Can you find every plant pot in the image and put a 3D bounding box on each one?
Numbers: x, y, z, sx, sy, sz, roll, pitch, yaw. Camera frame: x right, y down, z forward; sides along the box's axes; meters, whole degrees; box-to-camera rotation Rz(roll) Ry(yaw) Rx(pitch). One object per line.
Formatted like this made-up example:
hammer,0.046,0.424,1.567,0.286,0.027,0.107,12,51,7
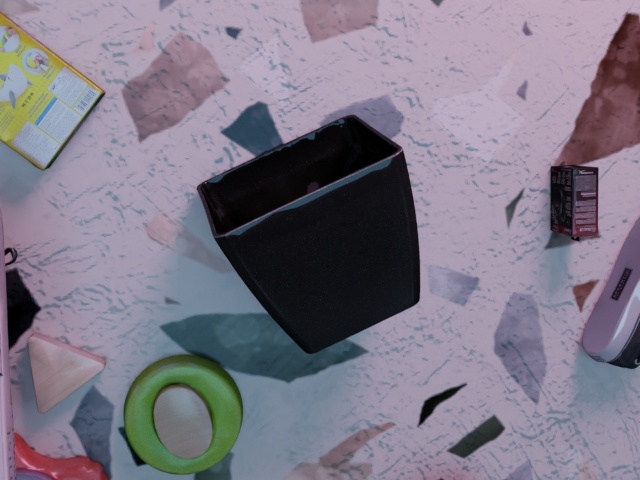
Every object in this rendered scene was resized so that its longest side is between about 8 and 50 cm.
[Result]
plant pot,0.000,0.000,0.875,0.188,0.187,0.167,-24,112,-5

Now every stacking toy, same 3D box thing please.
stacking toy,-0.218,0.257,0.895,0.308,0.130,0.280,13,96,-10

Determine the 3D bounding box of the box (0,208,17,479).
box,-0.387,0.101,0.738,0.231,0.127,0.262,-4,81,-18

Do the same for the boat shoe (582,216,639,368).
boat shoe,0.384,0.044,0.981,0.076,0.080,0.229,24,94,-16

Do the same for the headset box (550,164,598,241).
headset box,0.282,-0.041,0.962,0.032,0.062,0.083,-4,97,-7

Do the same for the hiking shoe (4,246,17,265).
hiking shoe,-0.470,0.021,0.855,0.303,0.113,0.132,20,74,-12

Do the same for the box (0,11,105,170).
box,-0.321,-0.165,0.872,0.179,0.043,0.105,38,91,-13
